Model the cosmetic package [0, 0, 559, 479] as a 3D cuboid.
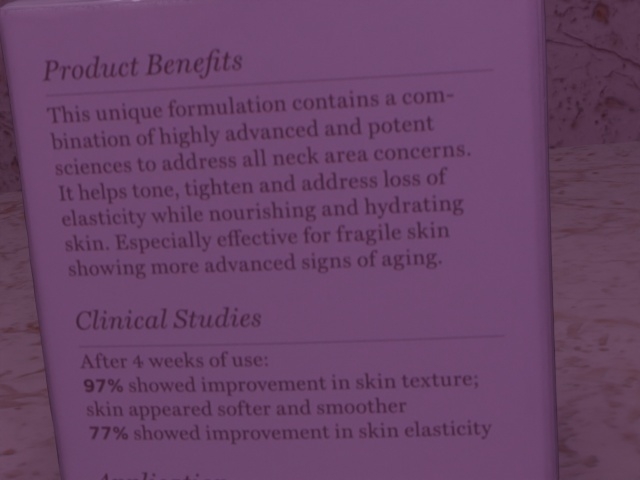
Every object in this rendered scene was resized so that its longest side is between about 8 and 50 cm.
[{"bbox_3d":[0.000,0.000,0.935,0.330,0.393,0.327,-1,14,9],"label":"cosmetic package"}]
